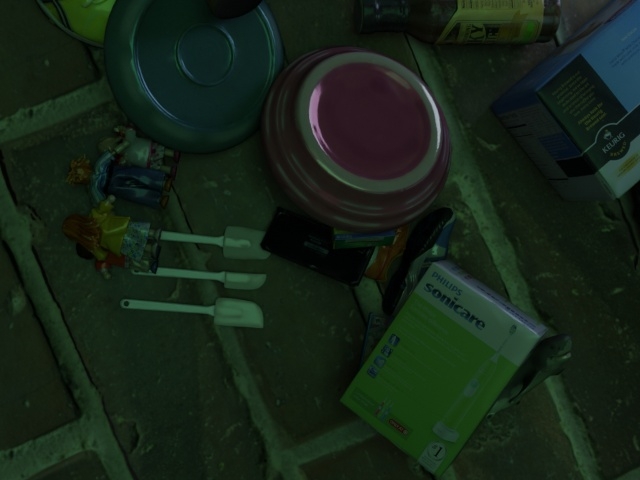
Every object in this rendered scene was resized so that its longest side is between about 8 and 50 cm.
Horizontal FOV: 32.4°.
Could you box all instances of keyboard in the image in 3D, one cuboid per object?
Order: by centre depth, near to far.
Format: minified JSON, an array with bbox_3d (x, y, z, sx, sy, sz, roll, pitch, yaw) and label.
[{"bbox_3d":[0.000,0.000,1.850,0.180,0.023,0.108,23,76,8],"label":"keyboard"}]

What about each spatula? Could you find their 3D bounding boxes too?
[{"bbox_3d":[-0.207,0.054,1.846,0.242,0.019,0.168,6,91,-7],"label":"spatula"}]

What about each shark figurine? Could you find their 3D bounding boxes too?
[{"bbox_3d":[0.316,0.235,1.918,0.278,0.166,0.116,-39,71,11],"label":"shark figurine"}]

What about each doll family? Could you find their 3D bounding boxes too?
[{"bbox_3d":[-0.328,-0.065,1.763,0.163,0.118,0.263,12,90,-2],"label":"doll family"}]

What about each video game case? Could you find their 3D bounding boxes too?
[{"bbox_3d":[0.154,0.198,1.913,0.166,0.015,0.119,12,89,-10],"label":"video game case"}]

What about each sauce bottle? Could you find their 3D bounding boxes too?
[{"bbox_3d":[0.230,-0.387,1.869,0.344,0.111,0.111,-2,92,-8],"label":"sauce bottle"}]

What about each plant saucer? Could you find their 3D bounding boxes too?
[{"bbox_3d":[-0.191,-0.298,1.776,0.317,0.043,0.318,-2,94,-29],"label":"plant saucer"},{"bbox_3d":[0.069,-0.179,1.798,0.332,0.084,0.332,6,69,-16],"label":"plant saucer"}]

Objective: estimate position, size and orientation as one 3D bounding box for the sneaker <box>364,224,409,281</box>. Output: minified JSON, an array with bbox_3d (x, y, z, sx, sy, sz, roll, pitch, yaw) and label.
[{"bbox_3d":[0.122,-0.013,1.889,0.067,0.064,0.175,27,92,-29],"label":"sneaker"}]

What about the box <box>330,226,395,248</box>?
[{"bbox_3d":[0.063,-0.077,1.846,0.105,0.043,0.179,-4,64,-7],"label":"box"}]

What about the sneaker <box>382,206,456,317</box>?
[{"bbox_3d":[0.183,0.043,1.890,0.081,0.080,0.211,25,97,-16],"label":"sneaker"}]

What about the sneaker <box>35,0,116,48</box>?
[{"bbox_3d":[-0.417,-0.441,1.730,0.384,0.147,0.145,39,83,-11],"label":"sneaker"}]

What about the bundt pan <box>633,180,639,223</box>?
[{"bbox_3d":[0.701,-0.065,1.951,0.330,0.124,0.331,0,90,-10],"label":"bundt pan"}]

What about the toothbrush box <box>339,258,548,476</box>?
[{"bbox_3d":[0.200,0.203,1.790,0.206,0.122,0.283,35,103,14],"label":"toothbrush box"}]

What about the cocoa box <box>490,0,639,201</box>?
[{"bbox_3d":[0.508,-0.260,1.857,0.347,0.231,0.228,-41,97,-7],"label":"cocoa box"}]

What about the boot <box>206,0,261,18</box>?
[{"bbox_3d":[-0.113,-0.457,1.764,0.115,0.112,0.305,37,48,2],"label":"boot"}]
